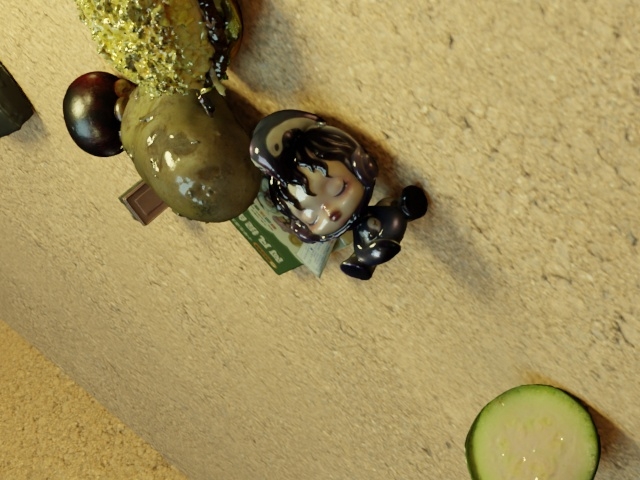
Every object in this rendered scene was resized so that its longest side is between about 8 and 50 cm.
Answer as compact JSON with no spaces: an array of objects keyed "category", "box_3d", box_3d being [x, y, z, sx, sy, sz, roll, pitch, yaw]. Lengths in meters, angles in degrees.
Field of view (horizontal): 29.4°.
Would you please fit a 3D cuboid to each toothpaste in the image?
[{"category":"toothpaste","box_3d":[0.000,0.000,1.631,0.052,0.033,0.218,45,158,7]}]

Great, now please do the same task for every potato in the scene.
[{"category":"potato","box_3d":[-0.171,-0.116,1.606,0.262,0.165,0.165,56,166,39]}]

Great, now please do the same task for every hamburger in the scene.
[{"category":"hamburger","box_3d":[-0.197,-0.269,1.468,0.262,0.138,0.243,45,156,5]}]

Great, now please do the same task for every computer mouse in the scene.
[{"category":"computer mouse","box_3d":[-0.645,-0.263,2.261,0.170,0.100,0.269,53,155,-20]}]

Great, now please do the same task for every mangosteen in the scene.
[{"category":"mangosteen","box_3d":[-0.315,-0.191,1.827,0.140,0.140,0.140,37,154,21]}]

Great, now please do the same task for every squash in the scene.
[{"category":"squash","box_3d":[0.271,0.278,1.537,0.170,0.170,0.123,33,165,29]}]

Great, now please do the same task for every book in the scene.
[{"category":"book","box_3d":[-0.070,-0.051,1.734,0.202,0.027,0.264,49,156,-8]}]

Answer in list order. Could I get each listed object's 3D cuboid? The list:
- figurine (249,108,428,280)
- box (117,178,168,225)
[{"category":"figurine","box_3d":[0.014,-0.073,1.467,0.222,0.145,0.145,39,157,-9]},{"category":"box","box_3d":[-0.280,-0.072,1.984,0.060,0.084,0.063,53,163,-18]}]
